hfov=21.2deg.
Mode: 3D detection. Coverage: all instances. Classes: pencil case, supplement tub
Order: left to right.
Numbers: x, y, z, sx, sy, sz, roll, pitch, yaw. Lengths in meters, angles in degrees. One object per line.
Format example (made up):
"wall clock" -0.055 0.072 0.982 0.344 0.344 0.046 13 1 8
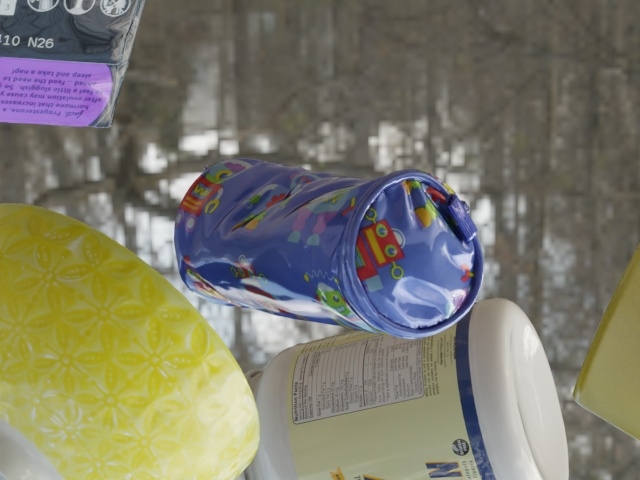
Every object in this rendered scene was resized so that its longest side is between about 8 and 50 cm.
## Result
"pencil case" 0.000 0.000 1.308 0.133 0.119 0.306 -43 -157 -21
"supplement tub" 0.074 0.205 1.788 0.324 0.235 0.235 -15 -169 19

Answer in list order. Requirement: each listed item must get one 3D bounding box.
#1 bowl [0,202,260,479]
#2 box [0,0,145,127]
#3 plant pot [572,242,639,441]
"bowl" -0.205 0.129 1.266 0.289 0.289 0.156 11 -134 36
"box" -0.209 -0.206 1.019 0.165 0.143 0.270 2 -140 -24
"plant pot" 0.313 0.035 1.060 0.212 0.187 0.212 -16 -147 -38
